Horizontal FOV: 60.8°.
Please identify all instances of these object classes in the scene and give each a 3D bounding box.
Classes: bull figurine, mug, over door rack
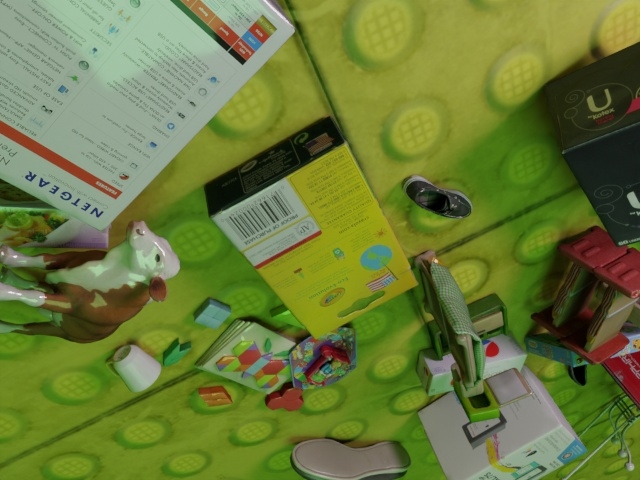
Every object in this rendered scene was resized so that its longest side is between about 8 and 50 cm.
[{"bbox_3d":[-0.301,0.064,0.683,0.189,0.101,0.310,12,150,-27],"label":"bull figurine"},{"bbox_3d":[-0.311,0.207,0.889,0.078,0.062,0.064,-30,125,-2],"label":"mug"},{"bbox_3d":[0.729,0.548,1.444,0.324,0.108,0.239,-39,164,14],"label":"over door rack"}]

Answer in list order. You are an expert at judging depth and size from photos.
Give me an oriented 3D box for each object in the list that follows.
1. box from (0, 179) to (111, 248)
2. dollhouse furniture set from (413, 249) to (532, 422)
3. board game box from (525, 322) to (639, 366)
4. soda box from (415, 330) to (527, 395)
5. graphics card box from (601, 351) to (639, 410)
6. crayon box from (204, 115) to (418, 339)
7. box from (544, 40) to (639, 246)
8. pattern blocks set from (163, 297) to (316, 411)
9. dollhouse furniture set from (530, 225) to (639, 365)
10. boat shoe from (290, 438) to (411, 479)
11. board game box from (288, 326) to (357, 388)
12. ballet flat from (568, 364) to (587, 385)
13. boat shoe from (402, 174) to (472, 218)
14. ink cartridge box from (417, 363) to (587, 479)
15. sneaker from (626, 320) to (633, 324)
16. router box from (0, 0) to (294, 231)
[{"bbox_3d":[-0.419,-0.035,0.641,0.324,0.067,0.063,2,127,-20],"label":"box"},{"bbox_3d":[0.285,0.154,0.961,0.151,0.197,0.301,-21,133,1],"label":"dollhouse furniture set"},{"bbox_3d":[0.571,0.212,1.148,0.212,0.160,0.039,-9,91,-12],"label":"board game box"},{"bbox_3d":[0.315,0.258,1.147,0.216,0.069,0.073,-9,131,-12],"label":"soda box"},{"bbox_3d":[0.806,0.363,1.300,0.094,0.232,0.371,-44,128,17],"label":"graphics card box"},{"bbox_3d":[0.000,0.000,0.808,0.202,0.081,0.318,-28,132,5],"label":"crayon box"},{"bbox_3d":[0.462,-0.130,0.789,0.165,0.143,0.270,-22,137,33],"label":"box"},{"bbox_3d":[-0.113,0.216,0.988,0.325,0.026,0.285,19,120,-31],"label":"pattern blocks set"},{"bbox_3d":[0.616,0.066,1.068,0.374,0.152,0.201,-20,134,-26],"label":"dollhouse furniture set"},{"bbox_3d":[0.066,0.530,1.260,0.335,0.112,0.095,13,118,-33],"label":"boat shoe"},{"bbox_3d":[0.013,0.234,1.013,0.133,0.033,0.168,-16,132,-14],"label":"board game box"},{"bbox_3d":[0.611,0.284,1.286,0.058,0.049,0.173,-28,132,3],"label":"ballet flat"},{"bbox_3d":[0.187,-0.059,0.852,0.142,0.040,0.049,18,121,-31],"label":"boat shoe"},{"bbox_3d":[0.405,0.434,1.240,0.270,0.197,0.198,-38,130,14],"label":"ink cartridge box"},{"bbox_3d":[0.757,0.203,1.240,0.121,0.099,0.262,6,161,21],"label":"sneaker"},{"bbox_3d":[-0.245,-0.202,0.475,0.301,0.082,0.335,-40,130,16],"label":"router box"}]
